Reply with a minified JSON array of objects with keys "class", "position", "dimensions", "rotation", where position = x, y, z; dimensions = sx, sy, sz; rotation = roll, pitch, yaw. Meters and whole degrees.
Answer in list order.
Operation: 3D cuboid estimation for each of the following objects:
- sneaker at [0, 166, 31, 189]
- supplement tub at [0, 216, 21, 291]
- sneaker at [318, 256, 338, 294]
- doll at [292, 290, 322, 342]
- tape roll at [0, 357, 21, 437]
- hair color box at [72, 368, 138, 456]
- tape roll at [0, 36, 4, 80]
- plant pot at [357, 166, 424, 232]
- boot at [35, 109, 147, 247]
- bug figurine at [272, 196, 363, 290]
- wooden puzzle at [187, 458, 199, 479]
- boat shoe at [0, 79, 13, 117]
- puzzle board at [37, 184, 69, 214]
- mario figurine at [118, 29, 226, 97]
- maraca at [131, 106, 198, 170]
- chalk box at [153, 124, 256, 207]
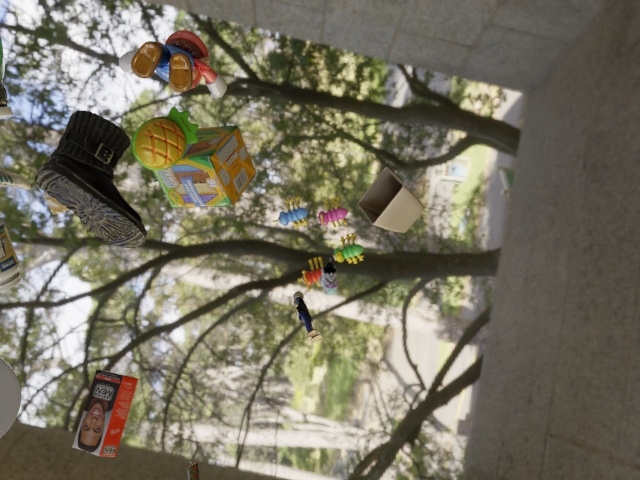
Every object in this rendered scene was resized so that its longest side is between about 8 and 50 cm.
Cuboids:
[{"class":"sneaker","position":[-0.967,-0.178,1.858],"dimensions":[0.057,0.161,0.075],"rotation":[-17,52,44]},{"class":"supplement tub","position":[-0.941,0.040,1.727],"dimensions":[0.144,0.144,0.200],"rotation":[-79,-21,-67]},{"class":"sneaker","position":[0.018,0.065,1.257],"dimensions":[0.098,0.038,0.069],"rotation":[-130,37,-71]},{"class":"doll","position":[-0.051,0.243,1.993],"dimensions":[0.189,0.046,0.129],"rotation":[63,-177,40]},{"class":"tape roll","position":[-0.786,0.353,1.358],"dimensions":[0.072,0.219,0.219],"rotation":[-10,65,61]},{"class":"hair color box","position":[-0.389,0.311,1.110],"dimensions":[0.043,0.072,0.141],"rotation":[37,-119,-57]},{"class":"tape roll","position":[-0.883,-0.423,1.361],"dimensions":[0.077,0.321,0.321],"rotation":[-26,49,64]},{"class":"plant pot","position":[0.167,-0.080,1.376],"dimensions":[0.109,0.096,0.109],"rotation":[-52,30,15]},{"class":"boot","position":[-0.581,-0.170,1.685],"dimensions":[0.348,0.131,0.260],"rotation":[49,-144,-33]},{"class":"bug figurine","position":[0.000,0.000,1.752],"dimensions":[0.072,0.216,0.279],"rotation":[-77,-34,-75]},{"class":"wooden puzzle","position":[-0.356,0.654,1.713],"dimensions":[0.049,0.006,0.083],"rotation":[9,-105,-71]},{"class":"boat shoe","position":[-0.783,-0.286,1.240],"dimensions":[0.305,0.109,0.091],"rotation":[-20,-76,-55]},{"class":"puzzle board","position":[-0.875,-0.150,2.054],"dimensions":[0.011,0.096,0.128],"rotation":[-112,8,-48]},{"class":"mario figurine","position":[-0.342,-0.390,1.448],"dimensions":[0.170,0.198,0.320],"rotation":[-32,15,10]},{"class":"maraca","position":[-0.389,-0.256,1.543],"dimensions":[0.185,0.127,0.099],"rotation":[-45,26,-24]},{"class":"chalk box","position":[-0.373,-0.217,1.820],"dimensions":[0.180,0.288,0.179],"rotation":[-62,-36,-43]}]
